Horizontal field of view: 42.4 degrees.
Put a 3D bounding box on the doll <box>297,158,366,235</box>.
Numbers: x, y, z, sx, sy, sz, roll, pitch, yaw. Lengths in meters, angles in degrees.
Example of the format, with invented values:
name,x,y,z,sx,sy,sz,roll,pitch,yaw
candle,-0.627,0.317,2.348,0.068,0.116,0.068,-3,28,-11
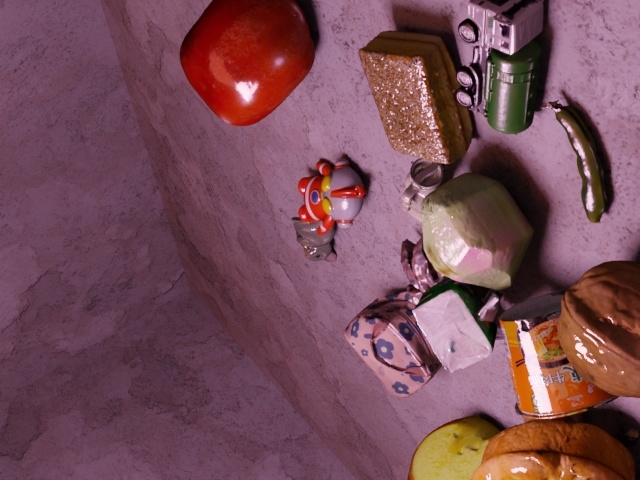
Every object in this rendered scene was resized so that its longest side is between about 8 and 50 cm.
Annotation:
name,x,y,z,sx,sy,sz,roll,pitch,yaw
doll,0.027,-0.112,2.116,0.336,0.105,0.199,180,90,-64

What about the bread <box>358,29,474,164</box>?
name,x,y,z,sx,sy,sz,roll,pitch,yaw
bread,0.188,-0.276,1.574,0.184,0.110,0.234,24,142,51

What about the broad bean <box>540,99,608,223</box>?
name,x,y,z,sx,sy,sz,roll,pitch,yaw
broad bean,0.427,-0.128,1.342,0.069,0.039,0.226,-3,116,59

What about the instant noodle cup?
name,x,y,z,sx,sy,sz,roll,pitch,yaw
instant noodle cup,0.442,0.200,1.526,0.230,0.230,0.182,-15,96,68

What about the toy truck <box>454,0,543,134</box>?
name,x,y,z,sx,sy,sz,roll,pitch,yaw
toy truck,0.296,-0.286,1.333,0.125,0.101,0.242,37,153,33

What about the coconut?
name,x,y,z,sx,sy,sz,roll,pitch,yaw
coconut,0.294,-0.009,1.568,0.236,0.205,0.236,35,139,38

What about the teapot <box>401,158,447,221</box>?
name,x,y,z,sx,sy,sz,roll,pitch,yaw
teapot,0.205,-0.096,1.703,0.077,0.107,0.200,42,171,16

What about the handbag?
name,x,y,z,sx,sy,sz,roll,pitch,yaw
handbag,0.216,0.260,2.133,0.251,0.190,0.193,50,152,0

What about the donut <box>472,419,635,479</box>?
name,x,y,z,sx,sy,sz,roll,pitch,yaw
donut,0.473,0.485,1.670,0.317,0.150,0.299,2,137,22

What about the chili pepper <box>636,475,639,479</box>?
name,x,y,z,sx,sy,sz,roll,pitch,yaw
chili pepper,0.624,0.504,1.734,0.191,0.059,0.050,20,134,62

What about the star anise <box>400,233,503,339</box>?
name,x,y,z,sx,sy,sz,roll,pitch,yaw
star anise,0.288,0.116,1.865,0.332,0.118,0.331,39,148,31

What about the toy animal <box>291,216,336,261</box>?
name,x,y,z,sx,sy,sz,roll,pitch,yaw
toy animal,-0.007,0.002,2.365,0.138,0.108,0.236,19,140,36

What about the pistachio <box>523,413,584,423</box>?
name,x,y,z,sx,sy,sz,roll,pitch,yaw
pistachio,0.496,0.382,1.760,0.124,0.124,0.185,16,134,60

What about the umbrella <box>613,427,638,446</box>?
name,x,y,z,sx,sy,sz,roll,pitch,yaw
umbrella,0.606,0.406,1.665,0.037,0.040,0.144,44,159,16

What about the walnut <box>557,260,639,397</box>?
name,x,y,z,sx,sy,sz,roll,pitch,yaw
walnut,0.495,0.142,1.334,0.228,0.228,0.228,46,156,28

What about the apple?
name,x,y,z,sx,sy,sz,roll,pitch,yaw
apple,0.409,0.631,2.071,0.374,0.374,0.384,134,142,-68

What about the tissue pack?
name,x,y,z,sx,sy,sz,roll,pitch,yaw
tissue pack,0.293,0.146,1.640,0.148,0.156,0.209,61,-165,1

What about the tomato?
name,x,y,z,sx,sy,sz,roll,pitch,yaw
tomato,-0.166,-0.430,1.884,0.293,0.290,0.325,56,157,-14
